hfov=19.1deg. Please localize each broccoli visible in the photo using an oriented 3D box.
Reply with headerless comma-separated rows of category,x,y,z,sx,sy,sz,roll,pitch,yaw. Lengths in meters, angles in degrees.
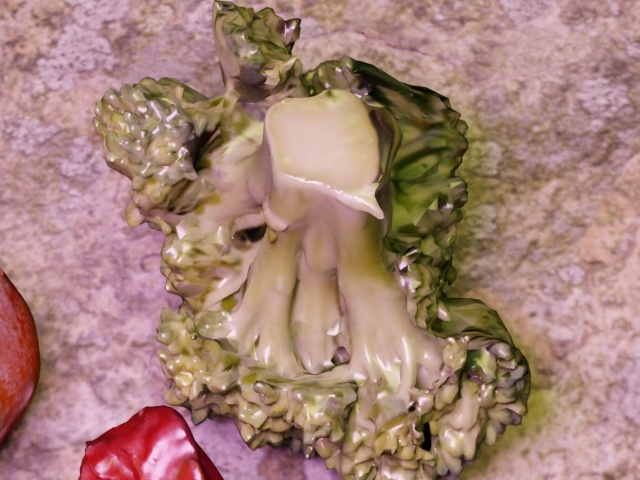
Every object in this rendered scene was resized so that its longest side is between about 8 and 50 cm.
broccoli,-0.009,-0.001,1.412,0.277,0.317,0.338,-11,37,-1

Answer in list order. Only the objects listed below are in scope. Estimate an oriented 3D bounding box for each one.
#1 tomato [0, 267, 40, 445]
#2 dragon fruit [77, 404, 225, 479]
tomato,-0.324,0.086,1.402,0.232,0.188,0.232,20,49,-25
dragon fruit,-0.115,0.227,1.292,0.302,0.330,0.240,3,40,3
